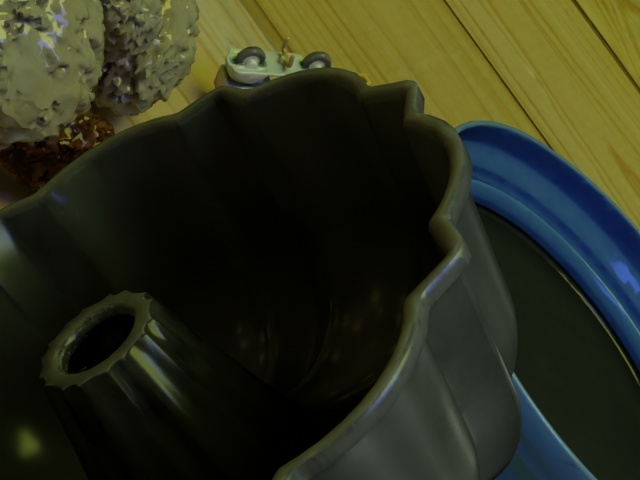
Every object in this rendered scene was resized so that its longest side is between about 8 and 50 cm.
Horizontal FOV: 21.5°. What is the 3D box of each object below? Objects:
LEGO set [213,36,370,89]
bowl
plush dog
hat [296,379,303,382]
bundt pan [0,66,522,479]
[{"bbox_3d":[0.000,0.000,1.122,0.132,0.107,0.287,2,51,-12],"label":"LEGO set"},{"bbox_3d":[0.196,0.087,1.298,0.391,0.077,0.391,37,32,-27],"label":"bowl"},{"bbox_3d":[-0.164,-0.147,0.943,0.262,0.210,0.225,40,53,-23],"label":"plush dog"},{"bbox_3d":[-0.065,0.165,0.730,0.183,0.173,0.208,-1,46,-48],"label":"hat"},{"bbox_3d":[-0.060,0.082,0.690,0.124,0.331,0.331,56,23,-30],"label":"bundt pan"}]
